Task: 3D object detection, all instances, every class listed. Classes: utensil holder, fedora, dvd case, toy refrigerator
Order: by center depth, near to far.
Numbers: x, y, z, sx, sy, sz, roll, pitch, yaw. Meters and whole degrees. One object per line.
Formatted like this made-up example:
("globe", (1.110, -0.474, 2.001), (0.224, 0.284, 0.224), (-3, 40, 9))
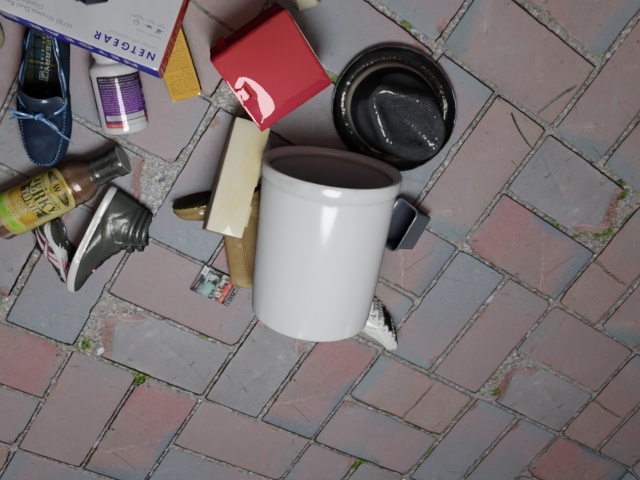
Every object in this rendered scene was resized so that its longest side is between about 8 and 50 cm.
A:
("toy refrigerator", (-0.199, -0.144, 1.426), (0.094, 0.102, 0.270), (16, 85, -17))
("utensil holder", (0.000, 0.000, 1.448), (0.327, 0.328, 0.386), (4, 114, -12))
("fedora", (0.196, -0.302, 1.454), (0.333, 0.152, 0.334), (-4, 115, -9))
("dvd case", (-0.286, 0.124, 1.646), (0.119, 0.013, 0.087), (26, 108, -22))

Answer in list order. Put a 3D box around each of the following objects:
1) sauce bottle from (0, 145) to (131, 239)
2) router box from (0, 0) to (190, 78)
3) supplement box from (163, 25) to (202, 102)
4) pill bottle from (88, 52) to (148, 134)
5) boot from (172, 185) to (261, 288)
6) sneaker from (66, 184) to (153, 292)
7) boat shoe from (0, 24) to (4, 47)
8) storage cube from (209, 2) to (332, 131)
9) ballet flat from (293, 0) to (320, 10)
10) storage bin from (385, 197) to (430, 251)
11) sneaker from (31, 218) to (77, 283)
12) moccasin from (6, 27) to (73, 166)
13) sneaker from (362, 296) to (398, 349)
("sauce bottle", (-0.618, -0.121, 1.417), (0.344, 0.111, 0.111), (-27, 117, 2))
("router box", (-0.429, -0.531, 1.194), (0.335, 0.082, 0.301), (19, 90, -10))
("supplement box", (-0.334, -0.434, 1.338), (0.080, 0.078, 0.234), (-18, 116, -2))
("pill bottle", (-0.455, -0.344, 1.341), (0.108, 0.108, 0.194), (-7, 116, -7))
("boot", (-0.242, 0.006, 1.558), (0.236, 0.089, 0.270), (-9, 118, -5))
("sneaker", (-0.520, 0.024, 1.496), (0.146, 0.104, 0.296), (27, 99, -16))
("boat shoe", (-0.823, -0.426, 1.204), (0.323, 0.120, 0.123), (-2, 127, -18))
("storage cube", (-0.115, -0.392, 1.337), (0.193, 0.184, 0.215), (-33, 116, 5))
("ballet flat", (-0.072, -0.572, 1.265), (0.086, 0.086, 0.248), (-38, 155, 9))
("storage bin", (0.228, -0.039, 1.626), (0.091, 0.098, 0.135), (10, 115, -45))
("sneaker", (-0.671, 0.024, 1.511), (0.077, 0.072, 0.178), (2, 119, 14))
("moccasin", (-0.624, -0.322, 1.315), (0.137, 0.117, 0.342), (2, 114, -11))
("sneaker", (0.118, 0.211, 1.718), (0.118, 0.110, 0.292), (-34, 108, 15))
